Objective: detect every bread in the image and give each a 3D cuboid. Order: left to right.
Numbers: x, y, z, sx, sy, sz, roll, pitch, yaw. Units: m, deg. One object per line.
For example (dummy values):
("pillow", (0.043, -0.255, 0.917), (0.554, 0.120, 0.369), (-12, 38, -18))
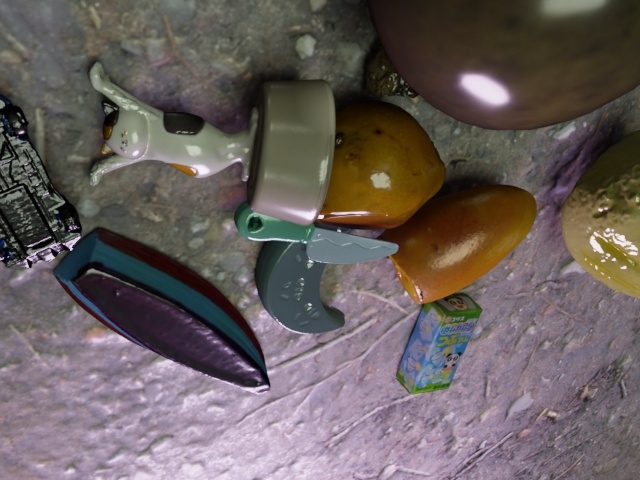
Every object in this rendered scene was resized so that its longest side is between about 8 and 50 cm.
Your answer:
("bread", (0.116, -0.228, 0.863), (0.113, 0.060, 0.082), (-14, 130, -21))
("bread", (0.583, -0.030, 1.123), (0.320, 0.320, 0.237), (40, 78, -43))

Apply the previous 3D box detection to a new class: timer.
("timer", (-0.131, -0.115, 0.761), (0.266, 0.175, 0.175), (5, 121, -13))

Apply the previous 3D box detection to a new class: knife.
("knife", (-0.001, 0.001, 0.906), (0.260, 0.034, 0.063), (17, 110, -31))

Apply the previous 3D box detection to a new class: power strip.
("power strip", (-0.013, 0.036, 0.979), (0.168, 0.054, 0.253), (-9, 126, -27))

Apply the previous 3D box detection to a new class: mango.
("mango", (0.088, -0.101, 0.873), (0.236, 0.136, 0.166), (9, 81, -56))
("mango", (0.233, -0.007, 1.040), (0.257, 0.138, 0.187), (-33, 145, 1))

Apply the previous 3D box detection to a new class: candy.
("candy", (0.219, 0.194, 1.226), (0.097, 0.062, 0.194), (-1, 121, -30))

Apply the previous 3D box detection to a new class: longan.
("longan", (0.220, -0.313, 0.678), (0.405, 0.336, 0.404), (-9, 114, -21))

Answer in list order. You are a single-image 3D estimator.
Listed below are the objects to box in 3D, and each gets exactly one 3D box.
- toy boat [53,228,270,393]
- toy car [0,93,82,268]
("toy boat", (-0.191, 0.123, 0.926), (0.136, 0.079, 0.392), (-43, 130, 5))
("toy car", (-0.340, -0.067, 0.703), (0.103, 0.063, 0.216), (-26, 125, -14))
